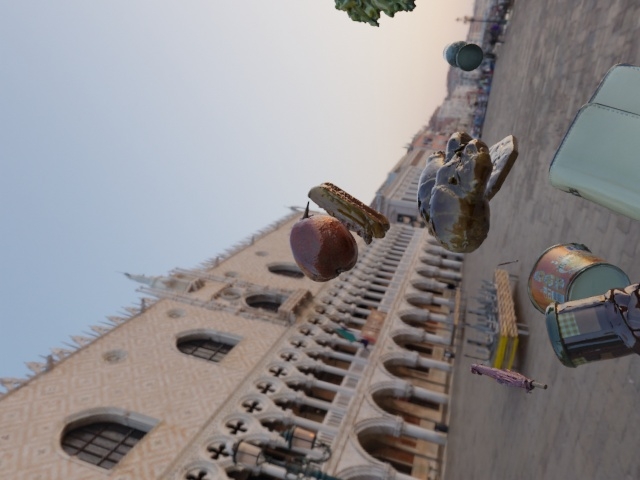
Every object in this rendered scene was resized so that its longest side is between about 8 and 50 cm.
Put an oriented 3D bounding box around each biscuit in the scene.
[{"bbox_3d":[0.579,-0.218,1.668,0.359,0.046,0.359,-58,3,4],"label":"biscuit"}]

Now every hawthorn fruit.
[{"bbox_3d":[0.000,0.000,1.517,0.262,0.210,0.210,63,-170,13],"label":"hawthorn fruit"}]

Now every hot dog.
[{"bbox_3d":[0.104,-0.107,1.815,0.117,0.348,0.158,-62,-14,24],"label":"hot dog"}]

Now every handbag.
[{"bbox_3d":[0.616,-0.128,0.792,0.160,0.358,0.237,21,-79,-53],"label":"handbag"}]

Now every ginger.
[{"bbox_3d":[0.344,-0.136,1.220,0.357,0.152,0.274,-88,-2,-70],"label":"ginger"}]

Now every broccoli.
[{"bbox_3d":[0.089,-0.639,1.110,0.245,0.288,0.248,-21,-66,-36],"label":"broccoli"}]

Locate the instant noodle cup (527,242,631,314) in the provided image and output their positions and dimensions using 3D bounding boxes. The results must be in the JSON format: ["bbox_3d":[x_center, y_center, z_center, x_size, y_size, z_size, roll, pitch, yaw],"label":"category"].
[{"bbox_3d":[0.916,0.171,1.643,0.214,0.296,0.297,-107,24,-79],"label":"instant noodle cup"}]

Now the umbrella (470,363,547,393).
[{"bbox_3d":[0.306,0.226,0.771,0.027,0.025,0.165,-56,16,-14],"label":"umbrella"}]

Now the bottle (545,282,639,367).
[{"bbox_3d":[0.577,0.158,0.865,0.156,0.271,0.143,35,-134,-40],"label":"bottle"}]

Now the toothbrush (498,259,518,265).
[{"bbox_3d":[0.605,0.072,1.503,0.008,0.096,0.006,-33,69,56],"label":"toothbrush"}]

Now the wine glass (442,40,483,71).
[{"bbox_3d":[0.423,-0.558,1.406,0.195,0.079,0.079,-90,2,-64],"label":"wine glass"}]
